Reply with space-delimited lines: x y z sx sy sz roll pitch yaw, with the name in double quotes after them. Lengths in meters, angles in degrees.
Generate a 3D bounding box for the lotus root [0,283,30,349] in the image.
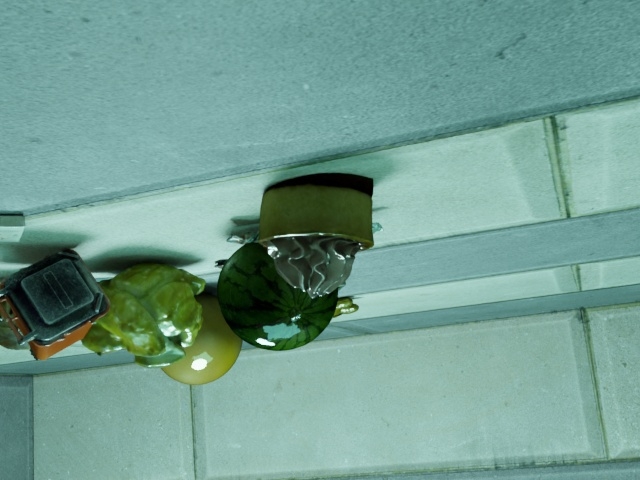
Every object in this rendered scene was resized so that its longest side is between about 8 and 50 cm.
-0.650 0.164 1.755 0.235 0.138 0.119 -8 150 -11 "lotus root"

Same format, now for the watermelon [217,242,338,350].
-0.085 0.105 1.548 0.242 0.242 0.242 -5 167 -1 "watermelon"

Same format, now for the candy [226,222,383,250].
-0.029 -0.014 1.440 0.292 0.059 0.086 -4 164 -8 "candy"

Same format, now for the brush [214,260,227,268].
-0.154 0.097 1.884 0.072 0.067 0.313 -10 165 25 "brush"

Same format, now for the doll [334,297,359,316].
0.021 0.242 2.536 0.210 0.097 0.137 -17 158 26 "doll"

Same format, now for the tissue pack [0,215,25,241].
-0.526 -0.019 1.293 0.056 0.023 0.108 1 166 -28 "tissue pack"

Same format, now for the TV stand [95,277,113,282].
-0.564 0.116 1.846 0.257 0.040 0.049 -3 167 -10 "TV stand"

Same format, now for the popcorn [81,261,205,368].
-0.397 0.166 1.728 0.277 0.225 0.276 13 133 14 "popcorn"

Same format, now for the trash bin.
-0.543 0.146 1.537 0.184 0.161 0.238 -30 170 -32 "trash bin"

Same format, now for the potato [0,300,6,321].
-0.751 0.080 1.570 0.261 0.100 0.120 7 130 10 "potato"

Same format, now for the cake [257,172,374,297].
0.000 0.000 1.254 0.208 0.178 0.185 -15 163 28 "cake"

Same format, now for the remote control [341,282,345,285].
-0.006 0.139 2.178 0.124 0.038 0.285 -4 168 -9 "remote control"

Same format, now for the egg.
-0.341 0.270 2.152 0.250 0.250 0.322 -1 157 -18 "egg"
